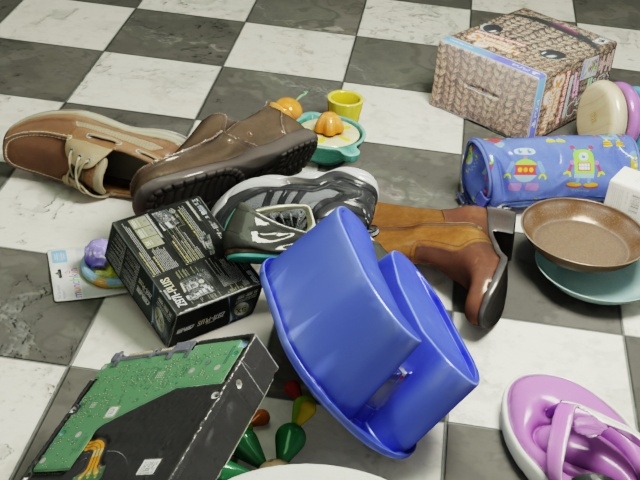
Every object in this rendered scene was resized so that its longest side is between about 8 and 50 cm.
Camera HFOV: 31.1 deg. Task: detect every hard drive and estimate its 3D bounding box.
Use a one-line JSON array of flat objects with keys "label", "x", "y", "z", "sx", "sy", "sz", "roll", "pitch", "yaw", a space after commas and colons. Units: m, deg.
[{"label": "hard drive", "x": -0.209, "y": 0.244, "z": 1.213, "sx": 0.237, "sy": 0.064, "sz": 0.339, "roll": -11, "pitch": 34, "yaw": 35}]

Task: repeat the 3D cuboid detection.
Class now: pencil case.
[{"label": "pencil case", "x": 0.389, "y": -0.115, "z": 1.955, "sx": 0.306, "sy": 0.119, "sz": 0.133, "roll": -4, "pitch": 75, "yaw": -15}]

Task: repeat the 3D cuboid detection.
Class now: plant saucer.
[{"label": "plant saucer", "x": 0.407, "y": -0.002, "z": 1.788, "sx": 0.199, "sy": 0.036, "sz": 0.198, "roll": 4, "pitch": 32, "yaw": -3}, {"label": "plant saucer", "x": 0.425, "y": 0.052, "z": 1.775, "sx": 0.195, "sy": 0.037, "sz": 0.195, "roll": 3, "pitch": 32, "yaw": -2}]

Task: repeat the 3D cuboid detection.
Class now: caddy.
[{"label": "caddy", "x": 0.045, "y": 0.119, "z": 1.442, "sx": 0.241, "sy": 0.179, "sz": 0.341, "roll": 38, "pitch": 16, "yaw": -32}]

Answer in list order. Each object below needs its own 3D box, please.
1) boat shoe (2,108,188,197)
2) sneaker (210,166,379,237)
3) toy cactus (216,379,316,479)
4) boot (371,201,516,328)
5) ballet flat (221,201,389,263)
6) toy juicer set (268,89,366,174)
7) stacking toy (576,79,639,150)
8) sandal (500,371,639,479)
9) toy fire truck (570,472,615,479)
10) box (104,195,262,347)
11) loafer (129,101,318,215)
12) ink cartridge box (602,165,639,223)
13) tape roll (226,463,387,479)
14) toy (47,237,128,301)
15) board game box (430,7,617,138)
[{"label": "boat shoe", "x": -0.365, "y": -0.133, "z": 1.876, "sx": 0.324, "sy": 0.123, "sz": 0.116, "roll": 5, "pitch": 34, "yaw": 2}, {"label": "sneaker", "x": -0.040, "y": -0.026, "z": 1.744, "sx": 0.269, "sy": 0.101, "sz": 0.153, "roll": -11, "pitch": 37, "yaw": 5}, {"label": "toy cactus", "x": -0.071, "y": 0.246, "z": 1.354, "sx": 0.219, "sy": 0.112, "sz": 0.180, "roll": -14, "pitch": 46, "yaw": -41}, {"label": "boot", "x": 0.144, "y": 0.023, "z": 1.733, "sx": 0.280, "sy": 0.096, "sz": 0.264, "roll": 5, "pitch": 44, "yaw": 11}, {"label": "ballet flat", "x": 0.000, "y": 0.000, "z": 1.616, "sx": 0.280, "sy": 0.096, "sz": 0.095, "roll": 11, "pitch": -14, "yaw": -24}, {"label": "toy juicer set", "x": -0.024, "y": -0.187, "z": 2.036, "sx": 0.209, "sy": 0.089, "sz": 0.329, "roll": 4, "pitch": 33, "yaw": -3}, {"label": "stacking toy", "x": 0.659, "y": -0.231, "z": 2.175, "sx": 0.330, "sy": 0.141, "sz": 0.141, "roll": -2, "pitch": 33, "yaw": -19}, {"label": "sandal", "x": 0.338, "y": 0.272, "z": 1.356, "sx": 0.169, "sy": 0.102, "sz": 0.416, "roll": -2, "pitch": 33, "yaw": -12}, {"label": "toy fire truck", "x": 0.323, "y": 0.376, "z": 1.109, "sx": 0.246, "sy": 0.217, "sz": 0.158, "roll": 20, "pitch": 32, "yaw": -4}, {"label": "box", "x": -0.193, "y": 0.041, "z": 1.618, "sx": 0.147, "sy": 0.077, "sz": 0.180, "roll": -21, "pitch": 59, "yaw": -35}, {"label": "loafer", "x": -0.170, "y": -0.125, "z": 1.837, "sx": 0.366, "sy": 0.134, "sz": 0.130, "roll": -23, "pitch": 62, "yaw": -44}, {"label": "ink cartridge box", "x": 0.555, "y": -0.027, "z": 1.846, "sx": 0.198, "sy": 0.115, "sz": 0.067, "roll": 25, "pitch": 37, "yaw": 26}, {"label": "tape roll", "x": -0.009, "y": 0.345, "z": 1.156, "sx": 0.286, "sy": 0.100, "sz": 0.286, "roll": 2, "pitch": 23, "yaw": -1}, {"label": "toy", "x": -0.280, "y": 0.019, "z": 1.705, "sx": 0.237, "sy": 0.056, "sz": 0.137, "roll": -5, "pitch": 32, "yaw": -16}, {"label": "board game box", "x": 0.402, "y": -0.332, "z": 2.276, "sx": 0.232, "sy": 0.141, "sz": 0.291, "roll": 29, "pitch": 39, "yaw": 32}]
